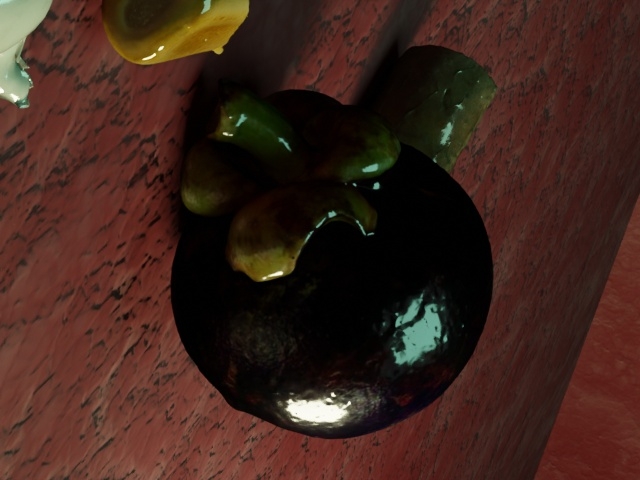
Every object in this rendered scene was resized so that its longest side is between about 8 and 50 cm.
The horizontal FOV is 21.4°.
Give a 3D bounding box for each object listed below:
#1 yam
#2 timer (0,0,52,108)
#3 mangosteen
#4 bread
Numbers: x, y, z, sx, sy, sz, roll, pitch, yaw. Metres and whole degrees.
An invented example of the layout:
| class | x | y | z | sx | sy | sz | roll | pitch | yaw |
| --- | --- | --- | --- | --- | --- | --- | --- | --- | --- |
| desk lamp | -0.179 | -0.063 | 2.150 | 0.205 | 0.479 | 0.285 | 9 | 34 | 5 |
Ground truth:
| class | x | y | z | sx | sy | sz | roll | pitch | yaw |
| --- | --- | --- | --- | --- | --- | --- | --- | --- | --- |
| yam | 0.065 | -0.071 | 1.217 | 0.127 | 0.084 | 0.084 | -64 | 165 | -17 |
| timer | -0.069 | -0.157 | 0.580 | 0.266 | 0.175 | 0.175 | -51 | 167 | 12 |
| mangosteen | 0.000 | 0.000 | 0.965 | 0.194 | 0.194 | 0.230 | -49 | 132 | -44 |
| bread | -0.060 | -0.115 | 0.788 | 0.062 | 0.049 | 0.103 | -34 | 178 | 24 |
